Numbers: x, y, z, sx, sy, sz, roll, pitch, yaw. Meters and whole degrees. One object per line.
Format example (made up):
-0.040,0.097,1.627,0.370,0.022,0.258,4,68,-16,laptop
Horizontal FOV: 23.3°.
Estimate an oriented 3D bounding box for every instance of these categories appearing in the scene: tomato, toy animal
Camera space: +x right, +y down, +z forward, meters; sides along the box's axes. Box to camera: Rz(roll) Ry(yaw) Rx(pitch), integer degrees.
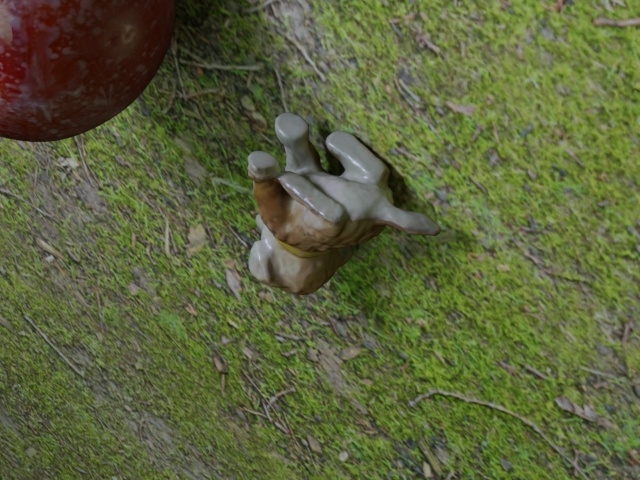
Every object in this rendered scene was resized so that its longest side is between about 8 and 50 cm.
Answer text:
-0.247,-0.224,1.391,0.270,0.227,0.270,36,135,48,tomato
0.014,0.001,1.422,0.184,0.104,0.185,31,140,15,toy animal
